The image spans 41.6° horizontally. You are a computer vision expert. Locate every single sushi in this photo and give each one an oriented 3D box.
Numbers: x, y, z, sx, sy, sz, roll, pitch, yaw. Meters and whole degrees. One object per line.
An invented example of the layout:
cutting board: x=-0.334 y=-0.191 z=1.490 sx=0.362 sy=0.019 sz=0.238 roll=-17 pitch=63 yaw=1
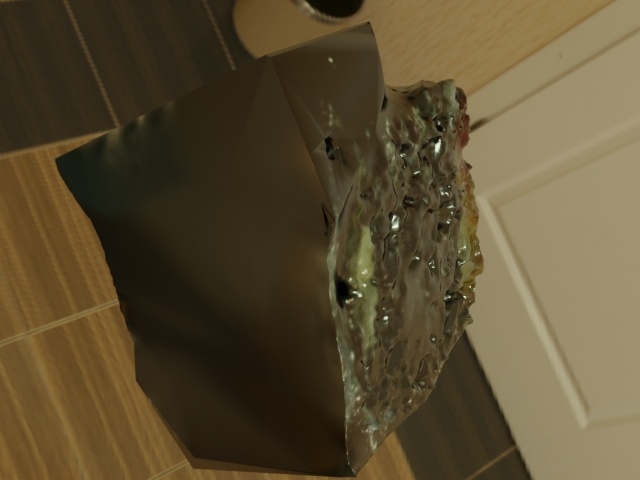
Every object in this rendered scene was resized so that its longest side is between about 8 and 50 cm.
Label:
sushi: x=0.000 y=0.001 z=0.541 sx=0.212 sy=0.215 sz=0.227 roll=-31 pitch=103 yaw=-43
